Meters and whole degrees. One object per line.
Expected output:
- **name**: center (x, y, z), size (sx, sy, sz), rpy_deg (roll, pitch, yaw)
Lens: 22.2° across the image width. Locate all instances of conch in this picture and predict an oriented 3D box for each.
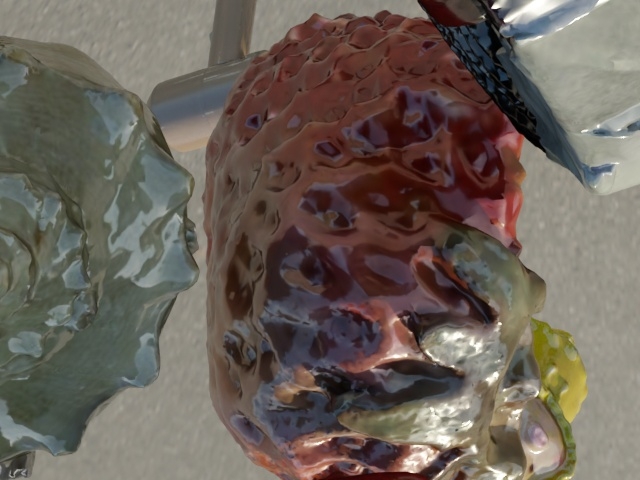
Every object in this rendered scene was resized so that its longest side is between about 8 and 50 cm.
- **conch**: center (-0.201, 0.015, 0.730), size (0.263, 0.186, 0.324), rpy_deg (9, 166, -21)

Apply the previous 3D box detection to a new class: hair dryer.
- **hair dryer**: center (-0.079, -0.163, 1.370), size (0.117, 0.181, 0.064), rpy_deg (-13, 144, 29)

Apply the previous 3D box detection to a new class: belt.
- **belt**: center (0.096, -0.137, 0.585), size (0.164, 0.184, 0.289), rpy_deg (-38, 150, 3)

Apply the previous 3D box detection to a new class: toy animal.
- **toy animal**: center (0.160, 0.145, 1.453), size (0.156, 0.230, 0.156), rpy_deg (18, 135, 19)

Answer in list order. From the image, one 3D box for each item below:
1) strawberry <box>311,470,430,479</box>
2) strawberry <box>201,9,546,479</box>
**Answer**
- **strawberry**: center (0.029, 0.228, 0.647), size (0.277, 0.257, 0.257), rpy_deg (35, 119, -1)
- **strawberry**: center (0.000, 0.000, 0.882), size (0.149, 0.336, 0.265), rpy_deg (-6, 125, -14)
